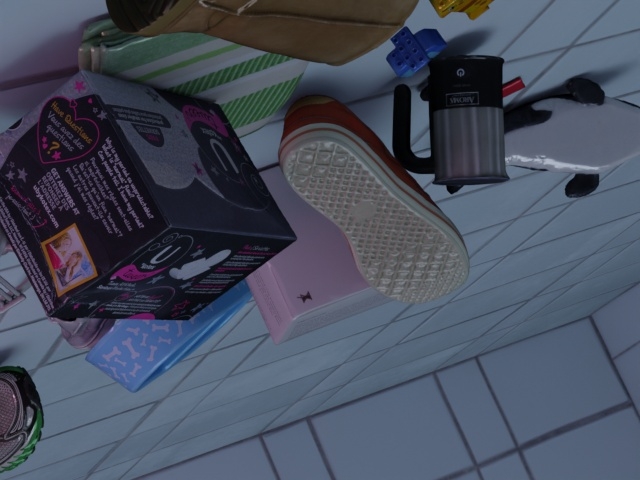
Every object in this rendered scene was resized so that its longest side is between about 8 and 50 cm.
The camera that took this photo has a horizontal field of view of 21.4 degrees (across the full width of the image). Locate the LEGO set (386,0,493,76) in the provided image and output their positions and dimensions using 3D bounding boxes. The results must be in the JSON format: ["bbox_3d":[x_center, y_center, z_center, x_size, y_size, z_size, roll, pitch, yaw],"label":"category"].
[{"bbox_3d":[0.094,-0.213,1.464,0.227,0.087,0.093,-39,168,25],"label":"LEGO set"}]

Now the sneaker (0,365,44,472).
[{"bbox_3d":[-0.515,0.273,2.269,0.343,0.134,0.146,-29,165,22],"label":"sneaker"}]

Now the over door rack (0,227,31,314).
[{"bbox_3d":[-0.419,0.080,1.498,0.324,0.108,0.239,-42,165,-5],"label":"over door rack"}]

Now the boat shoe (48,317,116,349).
[{"bbox_3d":[-0.286,0.071,2.040,0.081,0.079,0.227,4,157,-24],"label":"boat shoe"}]

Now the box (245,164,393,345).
[{"bbox_3d":[0.000,0.000,1.995,0.182,0.181,0.119,-20,166,-18],"label":"box"}]

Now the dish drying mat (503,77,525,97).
[{"bbox_3d":[0.209,-0.175,2.060,0.083,0.008,0.032,-25,166,9],"label":"dish drying mat"}]

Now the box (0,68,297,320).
[{"bbox_3d":[-0.155,-0.035,1.462,0.142,0.163,0.247,-35,164,17],"label":"box"}]

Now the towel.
[{"bbox_3d":[-0.116,-0.146,1.547,0.248,0.038,0.325,-21,165,-19],"label":"towel"}]

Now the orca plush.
[{"bbox_3d":[0.287,-0.126,2.197,0.287,0.151,0.102,-24,-162,-11],"label":"orca plush"}]

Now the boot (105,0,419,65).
[{"bbox_3d":[-0.004,-0.221,1.302,0.236,0.089,0.269,-27,163,35],"label":"boot"}]

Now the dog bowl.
[{"bbox_3d":[-0.179,0.101,2.120,0.166,0.074,0.297,-44,176,23],"label":"dog bowl"}]

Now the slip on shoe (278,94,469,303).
[{"bbox_3d":[0.063,-0.041,1.837,0.123,0.101,0.331,-26,134,21],"label":"slip on shoe"}]

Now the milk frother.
[{"bbox_3d":[0.156,-0.127,1.867,0.129,0.135,0.143,-3,176,31],"label":"milk frother"}]
